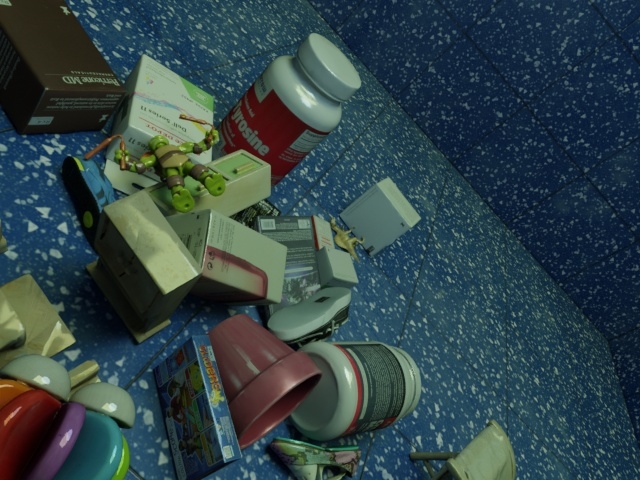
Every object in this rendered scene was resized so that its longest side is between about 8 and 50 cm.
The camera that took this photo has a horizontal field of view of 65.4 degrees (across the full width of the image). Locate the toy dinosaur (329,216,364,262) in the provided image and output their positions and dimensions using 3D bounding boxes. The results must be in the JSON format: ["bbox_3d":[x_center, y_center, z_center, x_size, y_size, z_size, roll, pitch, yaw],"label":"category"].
[{"bbox_3d":[0.088,0.007,1.558,0.092,0.053,0.183,-12,58,-39],"label":"toy dinosaur"}]

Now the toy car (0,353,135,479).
[{"bbox_3d":[-0.275,0.200,0.493,0.182,0.136,0.159,29,54,-14],"label":"toy car"}]

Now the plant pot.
[{"bbox_3d":[-0.129,0.242,0.908,0.180,0.201,0.201,45,28,21],"label":"plant pot"}]

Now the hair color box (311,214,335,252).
[{"bbox_3d":[0.000,0.000,1.443,0.072,0.043,0.141,25,39,-35],"label":"hair color box"}]

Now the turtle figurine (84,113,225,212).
[{"bbox_3d":[-0.301,-0.146,0.989,0.269,0.087,0.217,-22,53,-31],"label":"turtle figurine"}]

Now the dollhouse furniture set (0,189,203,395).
[{"bbox_3d":[-0.403,0.120,0.711,0.394,0.256,0.362,-33,84,-37],"label":"dollhouse furniture set"}]

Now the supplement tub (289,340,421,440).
[{"bbox_3d":[0.072,0.312,1.069,0.272,0.191,0.191,12,49,-45],"label":"supplement tub"}]

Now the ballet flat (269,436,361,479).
[{"bbox_3d":[-0.005,0.434,0.972,0.221,0.077,0.079,24,61,-37],"label":"ballet flat"}]

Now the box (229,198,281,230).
[{"bbox_3d":[-0.192,-0.048,1.215,0.147,0.077,0.180,40,34,-17],"label":"box"}]

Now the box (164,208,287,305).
[{"bbox_3d":[-0.195,0.043,0.978,0.232,0.148,0.127,30,59,-51],"label":"box"}]

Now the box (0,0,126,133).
[{"bbox_3d":[-0.598,-0.408,1.019,0.381,0.143,0.191,55,31,4],"label":"box"}]

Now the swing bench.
[{"bbox_3d":[0.266,0.524,1.035,0.253,0.254,0.165,-2,59,-52],"label":"swing bench"}]

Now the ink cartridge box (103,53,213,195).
[{"bbox_3d":[-0.365,-0.246,1.161,0.207,0.119,0.353,26,40,-36],"label":"ink cartridge box"}]

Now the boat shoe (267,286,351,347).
[{"bbox_3d":[-0.016,0.190,1.126,0.306,0.113,0.105,-23,113,-66],"label":"boat shoe"}]

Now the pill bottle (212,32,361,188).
[{"bbox_3d":[-0.096,-0.324,1.308,0.229,0.407,0.229,33,35,-27],"label":"pill bottle"}]

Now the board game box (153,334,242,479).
[{"bbox_3d":[-0.206,0.275,0.809,0.035,0.136,0.201,8,52,-47],"label":"board game box"}]

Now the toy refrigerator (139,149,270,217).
[{"bbox_3d":[-0.240,-0.106,1.082,0.102,0.094,0.269,32,46,31],"label":"toy refrigerator"}]

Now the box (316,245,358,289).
[{"bbox_3d":[0.030,0.085,1.350,0.101,0.087,0.102,18,44,-41],"label":"box"}]

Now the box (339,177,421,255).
[{"bbox_3d":[0.196,-0.078,1.639,0.182,0.181,0.119,53,31,3],"label":"box"}]

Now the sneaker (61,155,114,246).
[{"bbox_3d":[-0.423,-0.075,0.961,0.082,0.069,0.209,-1,58,-56],"label":"sneaker"}]

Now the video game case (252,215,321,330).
[{"bbox_3d":[-0.070,0.077,1.191,0.196,0.026,0.274,-3,85,-53],"label":"video game case"}]
